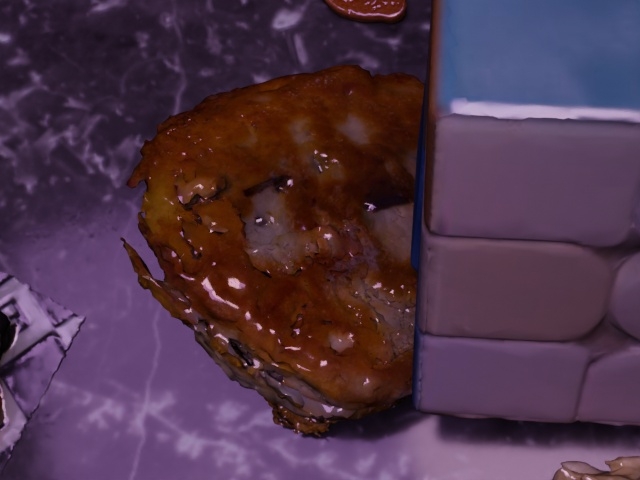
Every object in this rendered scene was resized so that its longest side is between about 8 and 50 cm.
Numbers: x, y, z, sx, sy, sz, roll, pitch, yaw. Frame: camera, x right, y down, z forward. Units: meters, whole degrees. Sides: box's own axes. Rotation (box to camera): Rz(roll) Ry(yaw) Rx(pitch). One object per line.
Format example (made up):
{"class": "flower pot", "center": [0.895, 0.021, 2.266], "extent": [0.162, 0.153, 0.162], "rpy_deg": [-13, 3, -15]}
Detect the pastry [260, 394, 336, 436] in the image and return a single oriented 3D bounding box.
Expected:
{"class": "pastry", "center": [-0.028, 0.085, 1.140], "extent": [0.080, 0.056, 0.140], "rpy_deg": [-36, 75, 31]}

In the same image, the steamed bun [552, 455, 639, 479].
{"class": "steamed bun", "center": [0.250, 0.204, 0.984], "extent": [0.292, 0.295, 0.137], "rpy_deg": [6, 58, -1]}

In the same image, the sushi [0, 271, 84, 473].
{"class": "sushi", "center": [-0.381, 0.114, 1.181], "extent": [0.292, 0.059, 0.294], "rpy_deg": [27, 84, 12]}

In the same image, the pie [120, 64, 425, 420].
{"class": "pie", "center": [0.000, -0.001, 1.099], "extent": [0.308, 0.085, 0.308], "rpy_deg": [11, 59, -19]}

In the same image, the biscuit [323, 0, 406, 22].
{"class": "biscuit", "center": [0.049, -0.239, 1.215], "extent": [0.102, 0.019, 0.130], "rpy_deg": [25, 83, 12]}

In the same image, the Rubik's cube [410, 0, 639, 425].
{"class": "Rubik's cube", "center": [0.235, -0.100, 0.941], "extent": [0.346, 0.347, 0.344], "rpy_deg": [4, 56, 2]}
